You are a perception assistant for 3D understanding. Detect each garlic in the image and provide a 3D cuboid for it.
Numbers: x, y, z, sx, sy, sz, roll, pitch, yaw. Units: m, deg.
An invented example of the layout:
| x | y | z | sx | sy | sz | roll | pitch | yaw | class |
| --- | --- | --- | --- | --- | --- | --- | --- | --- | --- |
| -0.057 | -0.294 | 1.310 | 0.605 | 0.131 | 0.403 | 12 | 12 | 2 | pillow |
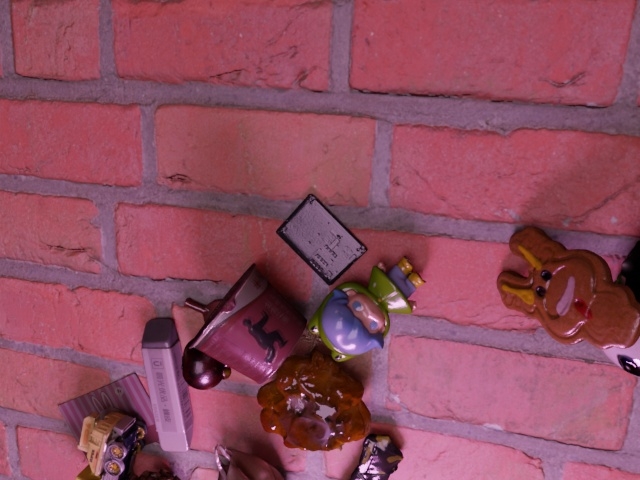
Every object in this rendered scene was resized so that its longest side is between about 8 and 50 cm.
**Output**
| x | y | z | sx | sy | sz | roll | pitch | yaw | class |
| --- | --- | --- | --- | --- | --- | --- | --- | --- | --- |
| -0.187 | 0.643 | 1.368 | 0.210 | 0.237 | 0.292 | -24 | 60 | 10 | garlic |

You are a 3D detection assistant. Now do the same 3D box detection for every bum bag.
| x | y | z | sx | sy | sz | roll | pitch | yaw | class |
| --- | --- | --- | --- | --- | --- | --- | --- | --- | --- |
| 0.121 | 0.557 | 1.342 | 0.106 | 0.060 | 0.233 | 23 | 111 | 0 | bum bag |

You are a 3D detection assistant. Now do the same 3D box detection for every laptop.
| x | y | z | sx | sy | sz | roll | pitch | yaw | class |
| --- | --- | --- | --- | --- | --- | --- | --- | --- | --- |
| 0.000 | 0.000 | 1.261 | 0.180 | 0.016 | 0.129 | 45 | 110 | 3 | laptop |

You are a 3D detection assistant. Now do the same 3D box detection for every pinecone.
| x | y | z | sx | sy | sz | roll | pitch | yaw | class |
| --- | --- | --- | --- | --- | --- | --- | --- | --- | --- |
| -0.441 | 0.702 | 1.485 | 0.179 | 0.150 | 0.195 | 13 | 109 | -6 | pinecone |

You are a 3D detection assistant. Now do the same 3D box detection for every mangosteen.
| x | y | z | sx | sy | sz | roll | pitch | yaw | class |
| --- | --- | --- | --- | --- | --- | --- | --- | --- | --- |
| -0.266 | 0.294 | 1.360 | 0.140 | 0.140 | 0.140 | 4 | 104 | 15 | mangosteen |

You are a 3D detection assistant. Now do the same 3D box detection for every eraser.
| x | y | z | sx | sy | sz | roll | pitch | yaw | class |
| --- | --- | --- | --- | --- | --- | --- | --- | --- | --- |
| -0.390 | 0.373 | 1.439 | 0.089 | 0.061 | 0.352 | -3 | 103 | 17 | eraser |

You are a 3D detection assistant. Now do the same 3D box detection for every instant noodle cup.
| x | y | z | sx | sy | sz | roll | pitch | yaw | class |
| --- | --- | --- | --- | --- | --- | --- | --- | --- | --- |
| -0.154 | 0.195 | 1.251 | 0.178 | 0.235 | 0.235 | 39 | 111 | -6 | instant noodle cup |

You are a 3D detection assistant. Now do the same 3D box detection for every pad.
| x | y | z | sx | sy | sz | roll | pitch | yaw | class |
| --- | --- | --- | --- | --- | --- | --- | --- | --- | --- |
| -0.575 | 0.498 | 1.551 | 0.299 | 0.005 | 0.202 | -24 | 96 | 20 | pad |

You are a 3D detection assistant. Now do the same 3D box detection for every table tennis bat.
| x | y | z | sx | sy | sz | roll | pitch | yaw | class |
| --- | --- | --- | --- | --- | --- | --- | --- | --- | --- |
| -0.264 | 0.182 | 1.379 | 0.154 | 0.019 | 0.098 | 23 | 109 | 6 | table tennis bat |

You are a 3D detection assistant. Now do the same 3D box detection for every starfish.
| x | y | z | sx | sy | sz | roll | pitch | yaw | class |
| --- | --- | --- | --- | --- | --- | --- | --- | --- | --- |
| -0.015 | 0.234 | 1.323 | 0.086 | 0.016 | 0.092 | 22 | 111 | 7 | starfish |

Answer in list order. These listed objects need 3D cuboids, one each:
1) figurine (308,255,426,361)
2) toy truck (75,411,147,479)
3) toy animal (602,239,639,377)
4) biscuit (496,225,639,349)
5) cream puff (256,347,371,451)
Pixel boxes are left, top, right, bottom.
| x | y | z | sx | sy | sz | roll | pitch | yaw | class |
| --- | --- | --- | --- | --- | --- | --- | --- | --- | --- |
| 0.105 | 0.145 | 1.211 | 0.263 | 0.143 | 0.162 | -40 | 99 | 4 | figurine |
| -0.575 | 0.585 | 1.503 | 0.157 | 0.124 | 0.272 | 19 | 108 | 9 | toy truck |
| 0.623 | 0.120 | 1.024 | 0.212 | 0.212 | 0.267 | 28 | 112 | 7 | toy animal |
| 0.453 | 0.094 | 1.046 | 0.295 | 0.044 | 0.186 | 32 | 119 | 53 | biscuit |
| -0.012 | 0.374 | 1.283 | 0.268 | 0.155 | 0.241 | 23 | 113 | 8 | cream puff |
